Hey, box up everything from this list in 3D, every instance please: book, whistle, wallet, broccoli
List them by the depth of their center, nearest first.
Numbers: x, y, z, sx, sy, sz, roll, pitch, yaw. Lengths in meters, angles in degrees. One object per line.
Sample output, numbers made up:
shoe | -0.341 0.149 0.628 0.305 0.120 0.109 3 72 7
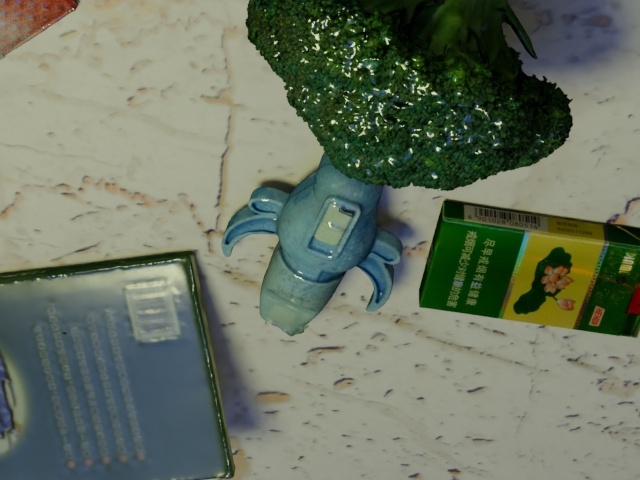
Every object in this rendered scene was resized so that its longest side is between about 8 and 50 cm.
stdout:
broccoli | 0.083 -0.188 1.435 0.297 0.297 0.297 20 101 -14
wallet | -0.319 -0.251 1.536 0.103 0.020 0.196 -27 126 27
whistle | 0.000 0.000 1.711 0.180 0.093 0.269 22 138 -7
book | -0.291 0.155 1.844 0.370 0.043 0.260 -7 107 9

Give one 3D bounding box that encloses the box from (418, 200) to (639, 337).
box | 0.227 0.032 1.752 0.235 0.034 0.132 8 133 -3
